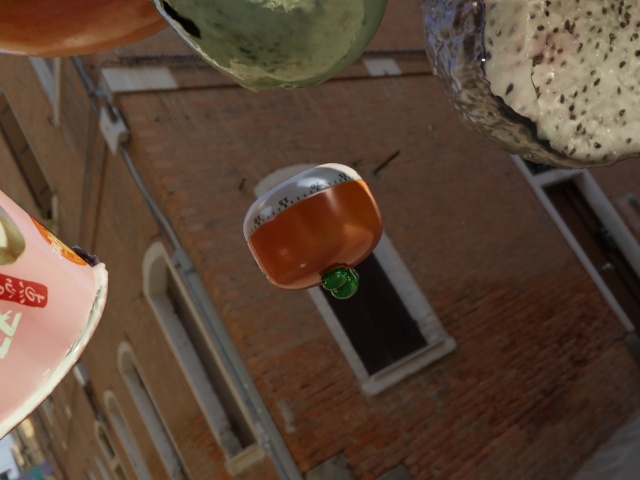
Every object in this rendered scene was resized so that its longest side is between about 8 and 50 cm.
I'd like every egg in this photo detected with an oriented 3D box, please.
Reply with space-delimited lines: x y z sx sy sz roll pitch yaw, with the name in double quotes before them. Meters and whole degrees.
"egg" -0.040 -0.156 0.410 0.131 0.164 0.131 -45 -30 -36

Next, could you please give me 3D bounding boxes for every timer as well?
"timer" 0.000 0.000 0.690 0.136 0.136 0.099 -31 -7 3

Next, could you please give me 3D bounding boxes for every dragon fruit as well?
"dragon fruit" 0.189 -0.215 0.677 0.204 0.282 0.221 -3 13 -15

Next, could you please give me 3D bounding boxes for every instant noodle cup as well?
"instant noodle cup" -0.343 0.028 0.590 0.243 0.243 0.231 -31 -54 5

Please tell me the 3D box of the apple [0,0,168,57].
"apple" -0.215 -0.274 0.591 0.241 0.242 0.242 -22 -13 -3
